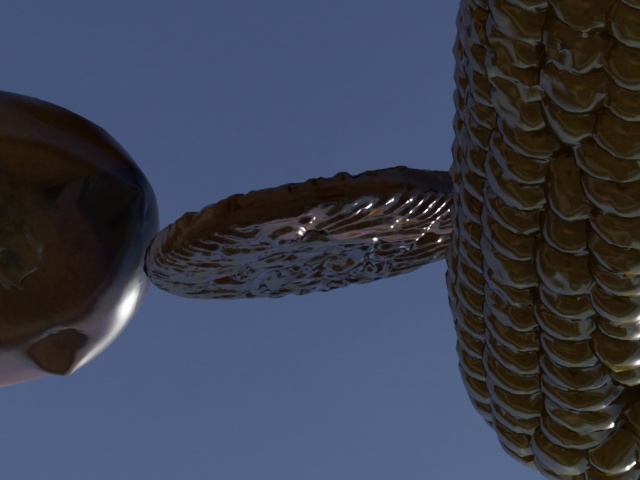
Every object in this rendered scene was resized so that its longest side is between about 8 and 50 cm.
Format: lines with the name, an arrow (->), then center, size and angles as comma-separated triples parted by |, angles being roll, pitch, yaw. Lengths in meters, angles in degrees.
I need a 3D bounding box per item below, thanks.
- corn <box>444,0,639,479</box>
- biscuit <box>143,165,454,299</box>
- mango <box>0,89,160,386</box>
corn -> 0.093, -0.031, 0.530 | 0.119, 0.119, 0.322 | 34, -31, 26
biscuit -> 0.000, 0.001, 1.012 | 0.188, 0.188, 0.027 | -21, -106, 39
mango -> -0.216, 0.005, 1.357 | 0.287, 0.153, 0.201 | -30, -109, 60
